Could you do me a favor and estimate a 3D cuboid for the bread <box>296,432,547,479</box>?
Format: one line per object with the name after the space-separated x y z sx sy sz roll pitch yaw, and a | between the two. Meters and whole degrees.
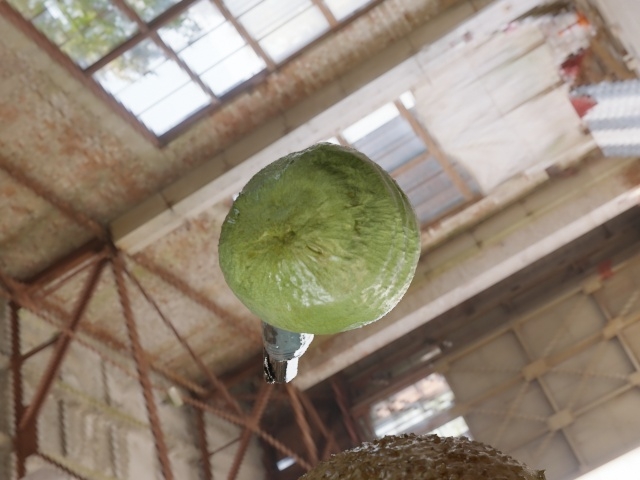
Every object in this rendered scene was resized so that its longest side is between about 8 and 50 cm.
0.032 0.240 0.702 0.159 0.305 0.305 50 -166 -11 | bread

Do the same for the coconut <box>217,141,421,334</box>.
0.000 0.000 0.478 0.088 0.088 0.096 63 -173 17 | coconut

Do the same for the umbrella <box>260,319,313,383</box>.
-0.030 0.067 1.021 0.250 0.053 0.052 95 172 -57 | umbrella
